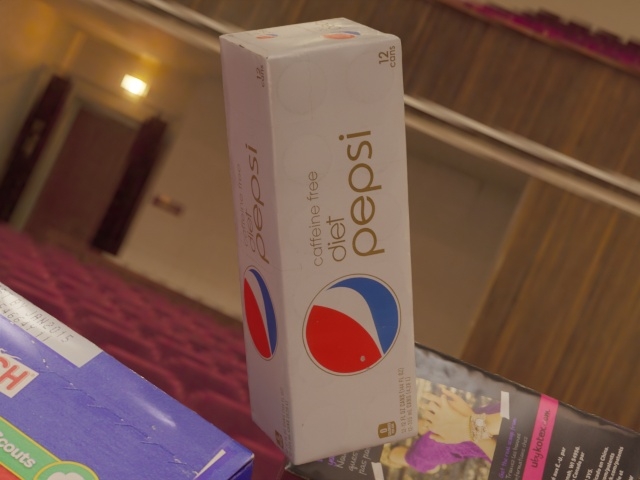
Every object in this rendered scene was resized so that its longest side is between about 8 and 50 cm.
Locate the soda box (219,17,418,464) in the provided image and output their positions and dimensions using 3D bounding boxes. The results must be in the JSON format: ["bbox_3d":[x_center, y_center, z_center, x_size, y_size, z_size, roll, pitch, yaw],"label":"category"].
[{"bbox_3d":[0.000,0.000,0.795,0.074,0.216,0.069,-11,20,-21],"label":"soda box"}]

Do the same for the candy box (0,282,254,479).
[{"bbox_3d":[-0.187,0.177,0.832,0.268,0.317,0.122,31,43,24],"label":"candy box"}]

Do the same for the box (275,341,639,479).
[{"bbox_3d":[0.112,0.190,1.292,0.270,0.143,0.165,23,-16,2],"label":"box"}]
